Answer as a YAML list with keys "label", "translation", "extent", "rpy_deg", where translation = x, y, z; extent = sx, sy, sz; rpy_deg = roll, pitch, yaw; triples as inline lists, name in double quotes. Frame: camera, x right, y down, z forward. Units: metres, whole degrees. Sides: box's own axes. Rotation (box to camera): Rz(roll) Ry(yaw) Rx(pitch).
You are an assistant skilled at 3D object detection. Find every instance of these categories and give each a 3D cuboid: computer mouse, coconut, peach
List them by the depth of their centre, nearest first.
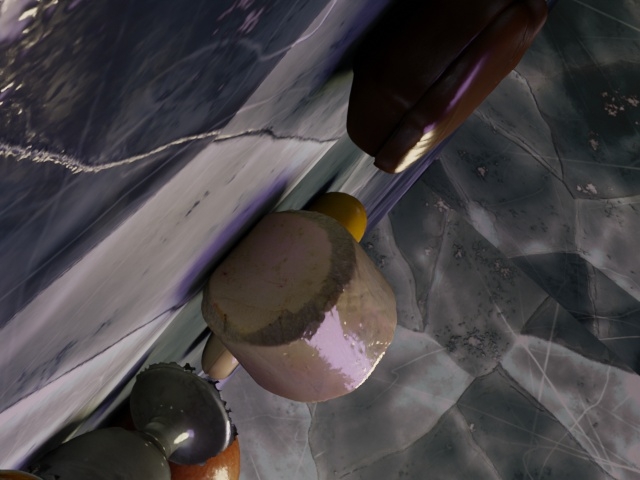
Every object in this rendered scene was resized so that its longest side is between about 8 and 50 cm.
- label: "coconut"
  translation: [-0.021, 0.095, 1.723]
  extent: [0.239, 0.239, 0.244]
  rpy_deg: [-47, 143, -9]
- label: "peach"
  translation: [-0.247, 0.358, 2.074]
  extent: [0.252, 0.252, 0.252]
  rpy_deg: [-47, 176, -4]
- label: "peach"
  translation: [0.000, 0.000, 2.113]
  extent: [0.179, 0.103, 0.179]
  rpy_deg: [-45, 174, -6]
- label: "computer mouse"
  translation: [-0.129, 0.146, 2.289]
  extent: [0.236, 0.082, 0.145]
  rpy_deg: [-48, 176, -25]

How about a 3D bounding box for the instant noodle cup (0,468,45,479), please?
- label: "instant noodle cup"
  translation: [-0.319, 0.282, 1.179]
  extent: [0.168, 0.168, 0.185]
  rpy_deg: [-47, 168, -12]

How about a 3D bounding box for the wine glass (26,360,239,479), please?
- label: "wine glass"
  translation: [-0.270, 0.320, 1.733]
  extent: [0.190, 0.190, 0.357]
  rpy_deg: [-51, 174, 36]

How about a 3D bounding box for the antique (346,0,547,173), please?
- label: "antique"
  translation: [0.129, -0.196, 1.372]
  extent: [0.278, 0.129, 0.223]
  rpy_deg: [-46, 176, -29]
